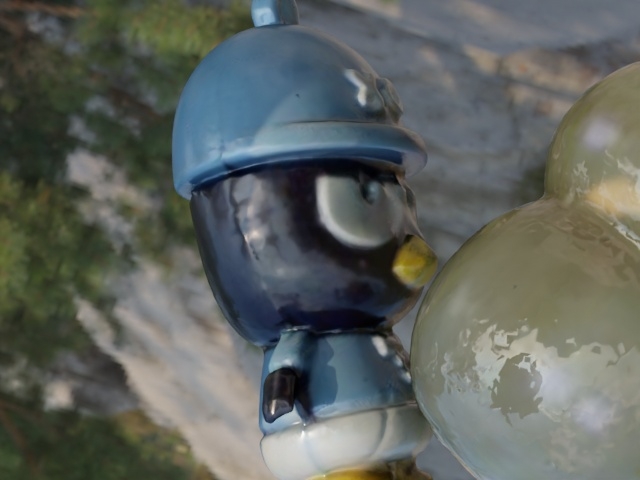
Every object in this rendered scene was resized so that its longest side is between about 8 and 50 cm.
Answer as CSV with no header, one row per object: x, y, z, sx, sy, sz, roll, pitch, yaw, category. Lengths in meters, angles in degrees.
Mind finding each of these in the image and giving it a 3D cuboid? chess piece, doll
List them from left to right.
0.000,0.000,0.860,0.141,0.314,0.177,-17,170,26,doll
0.136,-0.022,0.461,0.143,0.261,0.143,41,179,1,chess piece
